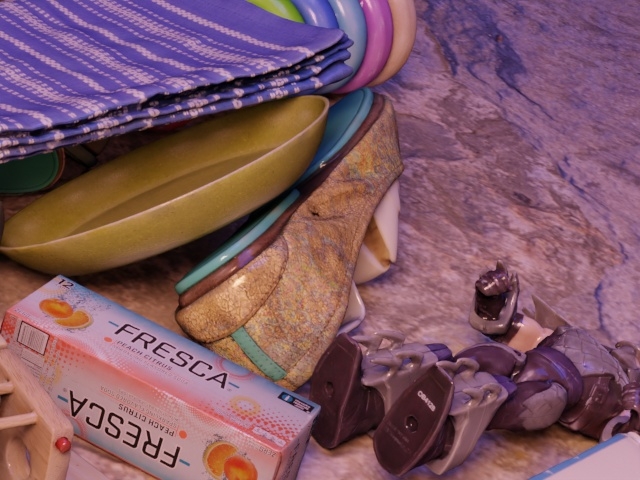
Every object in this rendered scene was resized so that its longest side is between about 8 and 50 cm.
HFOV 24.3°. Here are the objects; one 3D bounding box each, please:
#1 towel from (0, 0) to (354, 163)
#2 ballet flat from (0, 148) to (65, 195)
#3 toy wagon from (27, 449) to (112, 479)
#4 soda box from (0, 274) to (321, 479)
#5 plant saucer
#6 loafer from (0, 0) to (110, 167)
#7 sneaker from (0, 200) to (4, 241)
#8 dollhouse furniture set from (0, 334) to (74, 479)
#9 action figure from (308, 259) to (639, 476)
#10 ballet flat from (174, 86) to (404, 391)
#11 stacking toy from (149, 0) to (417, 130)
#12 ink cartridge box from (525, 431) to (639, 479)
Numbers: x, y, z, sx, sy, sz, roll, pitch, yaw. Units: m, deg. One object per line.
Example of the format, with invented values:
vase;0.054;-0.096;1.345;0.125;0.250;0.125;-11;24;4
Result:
towel;-0.170;-0.133;1.032;0.336;0.040;0.243;-18;34;-40
ballet flat;-0.293;-0.084;1.059;0.221;0.077;0.079;10;9;-16
toy wagon;-0.204;0.175;0.619;0.267;0.068;0.344;31;30;24
soda box;-0.097;0.090;0.857;0.183;0.058;0.063;26;27;13
plant saucer;-0.100;-0.033;0.990;0.241;0.037;0.241;-20;15;6
loafer;-0.244;-0.153;1.160;0.267;0.084;0.096;36;-5;34
sneaker;-0.332;-0.014;0.882;0.271;0.100;0.108;1;17;-37
dollhouse furniture set;-0.180;0.032;0.622;0.129;0.184;0.129;-7;36;-41
action figure;0.134;0.092;0.964;0.285;0.099;0.185;-4;29;-43
ballet flat;0.000;0.000;1.046;0.123;0.123;0.348;22;28;6
stacking toy;-0.055;-0.169;1.311;0.141;0.141;0.330;32;35;24
ink cartridge box;0.083;0.224;0.526;0.168;0.233;0.171;38;32;29
